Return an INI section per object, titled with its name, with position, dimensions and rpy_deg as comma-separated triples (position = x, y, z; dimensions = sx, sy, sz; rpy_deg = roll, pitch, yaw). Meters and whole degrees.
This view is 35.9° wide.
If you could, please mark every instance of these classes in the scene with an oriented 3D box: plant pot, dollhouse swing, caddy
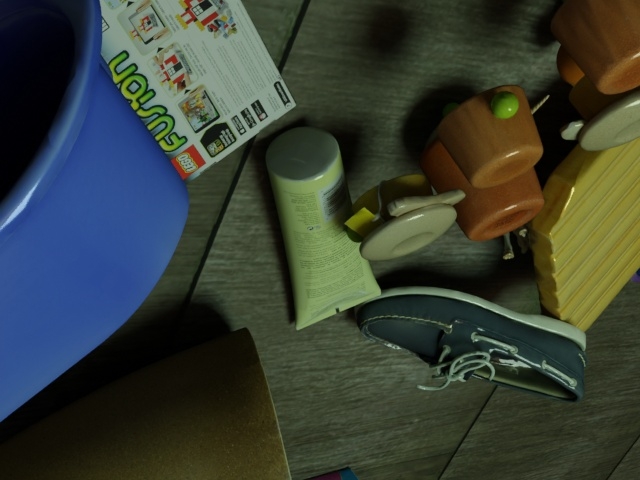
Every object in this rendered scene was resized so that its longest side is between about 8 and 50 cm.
[plant pot]
position = -0.161, 0.216, 0.855
dimensions = 0.254, 0.237, 0.237
rpy_deg = -11, 135, -9
[dollhouse swing]
position = 0.417, -0.031, 0.978
dimensions = 0.305, 0.315, 0.347
rpy_deg = -60, 152, -22
[caddy]
position = -0.242, -0.024, 0.519
dimensions = 0.341, 0.241, 0.179
rpy_deg = -38, 148, 2

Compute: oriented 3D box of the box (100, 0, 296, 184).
[box]
position = -0.103, -0.136, 0.682
dimensions = 0.114, 0.036, 0.207
rpy_deg = -36, 141, -5

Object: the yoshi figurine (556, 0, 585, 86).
[yoshi figurine]
position = 0.228, -0.243, 0.728
dimensions = 0.203, 0.203, 0.362
rpy_deg = -30, 138, -2

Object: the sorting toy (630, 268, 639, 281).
[sorting toy]
position = 0.549, -0.029, 1.236
dimensions = 0.365, 0.126, 0.127
rpy_deg = -30, 140, -13

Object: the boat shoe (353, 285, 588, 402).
[boat shoe]
position = 0.156, 0.113, 1.020
dimensions = 0.254, 0.079, 0.095
rpy_deg = 15, 148, -15

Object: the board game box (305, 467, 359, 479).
[board game box]
position = -0.044, 0.391, 1.089
dimensions = 0.303, 0.224, 0.098
rpy_deg = -6, 128, -35

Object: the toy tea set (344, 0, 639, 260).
[toy tea set]
position = 0.154, -0.110, 0.780
dimensions = 0.200, 0.124, 0.336
rpy_deg = -6, 155, -42

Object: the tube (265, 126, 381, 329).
[tube]
position = 0.000, 0.000, 0.886
dimensions = 0.240, 0.070, 0.062
rpy_deg = 75, 30, -52

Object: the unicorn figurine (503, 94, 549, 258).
[unicorn figurine]
position = 0.184, -0.051, 0.962
dimensions = 0.060, 0.111, 0.162
rpy_deg = -3, 158, -1
